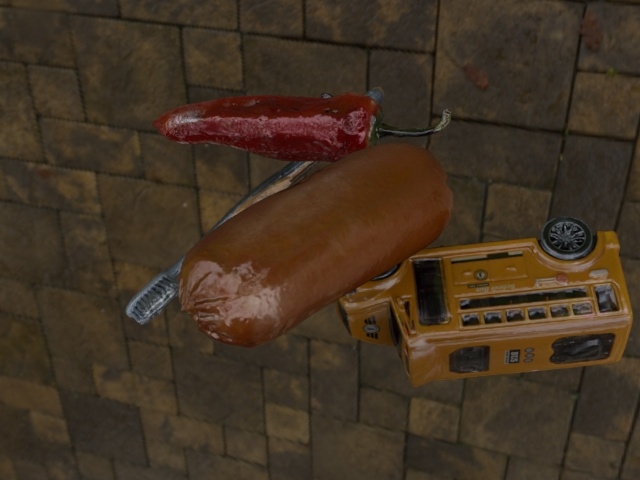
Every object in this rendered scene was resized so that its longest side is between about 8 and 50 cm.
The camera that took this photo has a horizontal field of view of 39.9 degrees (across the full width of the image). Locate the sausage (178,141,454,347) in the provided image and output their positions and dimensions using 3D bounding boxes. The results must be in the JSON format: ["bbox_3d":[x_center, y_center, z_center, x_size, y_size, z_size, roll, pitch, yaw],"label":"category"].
[{"bbox_3d":[0.000,0.000,0.537,0.076,0.198,0.076,35,141,35],"label":"sausage"}]

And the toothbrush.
[{"bbox_3d":[-0.055,-0.039,0.817,0.031,0.321,0.023,32,161,43],"label":"toothbrush"}]

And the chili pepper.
[{"bbox_3d":[-0.030,-0.093,0.695,0.268,0.050,0.059,6,86,24],"label":"chili pepper"}]

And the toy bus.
[{"bbox_3d":[0.107,0.047,0.608,0.195,0.088,0.083,-7,145,5],"label":"toy bus"}]
